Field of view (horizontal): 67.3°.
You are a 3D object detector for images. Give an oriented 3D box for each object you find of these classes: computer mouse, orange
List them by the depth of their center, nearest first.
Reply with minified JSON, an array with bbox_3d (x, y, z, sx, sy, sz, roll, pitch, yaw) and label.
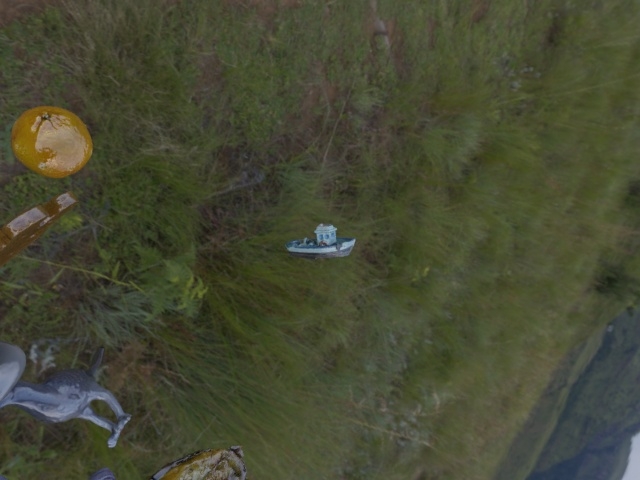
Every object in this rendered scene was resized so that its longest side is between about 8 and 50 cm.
[{"bbox_3d":[-0.378,0.151,0.538,0.096,0.066,0.039,-71,-177,-57],"label":"computer mouse"},{"bbox_3d":[-0.650,-0.241,1.168,0.178,0.155,0.177,15,65,-36],"label":"orange"}]

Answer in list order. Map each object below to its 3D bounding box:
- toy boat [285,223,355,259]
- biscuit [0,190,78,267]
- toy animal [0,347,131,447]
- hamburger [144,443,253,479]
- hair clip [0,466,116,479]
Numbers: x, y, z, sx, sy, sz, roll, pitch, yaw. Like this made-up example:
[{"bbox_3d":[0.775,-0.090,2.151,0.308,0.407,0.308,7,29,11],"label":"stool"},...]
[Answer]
[{"bbox_3d":[0.000,0.000,0.948,0.059,0.140,0.066,-49,136,-64],"label":"toy boat"},{"bbox_3d":[-0.606,-0.003,0.944,0.295,0.044,0.186,-32,-169,19],"label":"biscuit"},{"bbox_3d":[-0.413,0.270,0.829,0.081,0.206,0.367,-59,171,-2],"label":"toy animal"},{"bbox_3d":[-0.140,0.376,0.551,0.245,0.163,0.244,-32,137,-35],"label":"hamburger"},{"bbox_3d":[-0.304,0.315,0.546,0.137,0.090,0.278,-42,147,-3],"label":"hair clip"}]
